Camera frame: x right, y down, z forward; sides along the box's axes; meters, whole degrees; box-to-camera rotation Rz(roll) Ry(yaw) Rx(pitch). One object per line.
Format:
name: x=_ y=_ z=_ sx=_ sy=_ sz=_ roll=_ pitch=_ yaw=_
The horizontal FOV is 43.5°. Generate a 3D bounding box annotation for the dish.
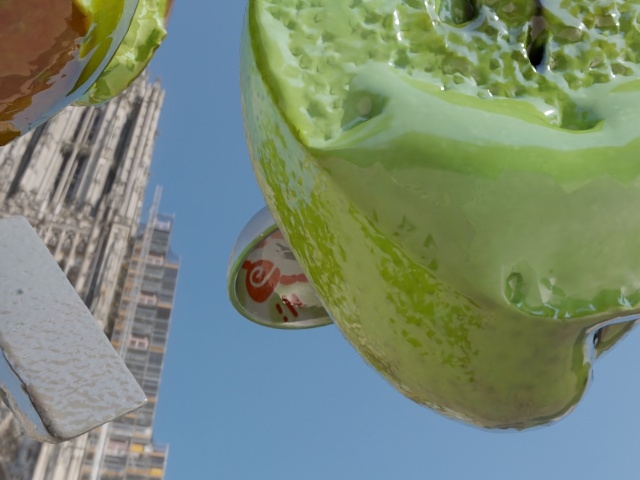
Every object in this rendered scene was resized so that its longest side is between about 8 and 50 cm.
dish: x=0.000 y=0.000 z=1.268 sx=0.324 sy=0.124 sz=0.324 roll=-13 pitch=-36 yaw=-10

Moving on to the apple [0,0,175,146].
apple: x=-0.238 y=-0.222 z=0.493 sx=0.384 sy=0.374 sz=0.374 roll=44 pitch=-53 yaw=18

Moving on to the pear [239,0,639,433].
pear: x=0.119 y=-0.025 z=0.556 sx=0.342 sy=0.318 sz=0.238 roll=-2 pitch=-29 yaw=-6

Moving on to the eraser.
eraser: x=-0.340 y=0.091 z=0.921 sx=0.111 sy=0.352 sz=0.077 roll=-18 pitch=-33 yaw=-42
